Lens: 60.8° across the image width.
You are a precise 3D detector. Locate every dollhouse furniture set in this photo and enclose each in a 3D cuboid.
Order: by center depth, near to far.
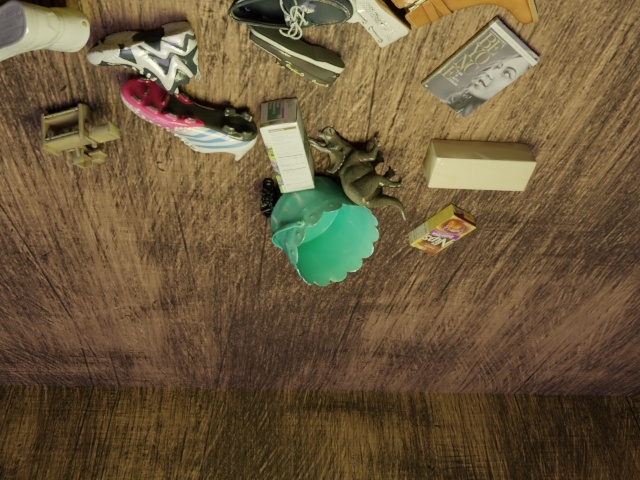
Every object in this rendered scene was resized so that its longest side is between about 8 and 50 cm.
[{"bbox_3d":[-0.560,-0.266,1.353,0.181,0.101,0.161,-11,167,10],"label":"dollhouse furniture set"}]

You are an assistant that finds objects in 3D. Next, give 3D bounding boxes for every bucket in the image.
[{"bbox_3d":[0.004,-0.030,1.520,0.281,0.183,0.281,-21,136,-22],"label":"bucket"}]

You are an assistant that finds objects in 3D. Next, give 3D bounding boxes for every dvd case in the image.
[{"bbox_3d":[0.371,-0.394,1.272,0.164,0.018,0.221,25,135,-32],"label":"dvd case"}]

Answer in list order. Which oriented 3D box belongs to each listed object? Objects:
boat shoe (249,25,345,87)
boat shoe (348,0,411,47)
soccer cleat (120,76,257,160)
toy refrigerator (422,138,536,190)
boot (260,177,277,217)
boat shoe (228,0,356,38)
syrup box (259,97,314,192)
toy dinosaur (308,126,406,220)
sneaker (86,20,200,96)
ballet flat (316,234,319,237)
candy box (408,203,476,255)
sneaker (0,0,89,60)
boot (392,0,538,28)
[{"bbox_3d":[-0.057,-0.398,1.186,0.227,0.081,0.069,16,136,-27],"label":"boat shoe"},{"bbox_3d":[0.065,-0.475,1.078,0.096,0.098,0.277,-33,135,33],"label":"boat shoe"},{"bbox_3d":[-0.317,-0.274,1.309,0.331,0.116,0.143,16,145,-21],"label":"soccer cleat"},{"bbox_3d":[0.423,-0.205,1.469,0.269,0.094,0.102,1,136,-6],"label":"toy refrigerator"},{"bbox_3d":[-0.148,-0.107,1.553,0.045,0.099,0.121,0,143,-1],"label":"boot"},{"bbox_3d":[-0.058,-0.447,1.053,0.254,0.079,0.095,15,152,14],"label":"boat shoe"},{"bbox_3d":[-0.081,-0.237,1.389,0.096,0.093,0.237,-8,143,7],"label":"syrup box"},{"bbox_3d":[0.114,-0.160,1.417,0.160,0.314,0.121,-30,168,-1],"label":"toy dinosaur"},{"bbox_3d":[-0.370,-0.374,1.187,0.234,0.094,0.153,-14,134,-1],"label":"sneaker"},{"bbox_3d":[0.000,0.000,1.731,0.074,0.074,0.203,-13,142,13],"label":"ballet flat"},{"bbox_3d":[0.384,-0.031,1.730,0.109,0.053,0.186,23,137,-31],"label":"candy box"},{"bbox_3d":[-0.595,-0.409,1.103,0.292,0.169,0.108,5,106,32],"label":"sneaker"},{"bbox_3d":[0.278,-0.481,1.072,0.220,0.109,0.283,-33,132,32],"label":"boot"}]
